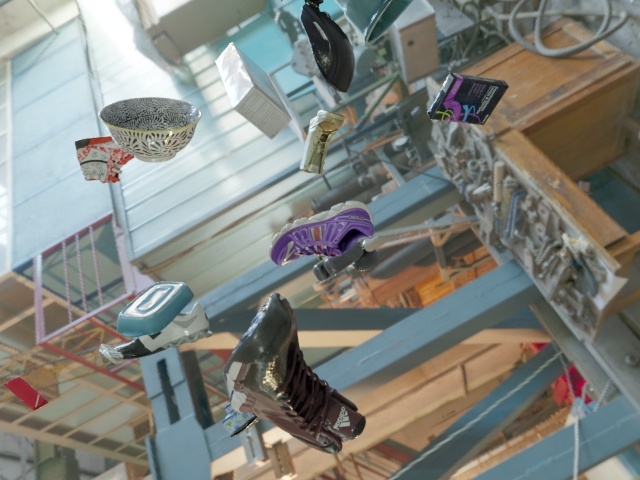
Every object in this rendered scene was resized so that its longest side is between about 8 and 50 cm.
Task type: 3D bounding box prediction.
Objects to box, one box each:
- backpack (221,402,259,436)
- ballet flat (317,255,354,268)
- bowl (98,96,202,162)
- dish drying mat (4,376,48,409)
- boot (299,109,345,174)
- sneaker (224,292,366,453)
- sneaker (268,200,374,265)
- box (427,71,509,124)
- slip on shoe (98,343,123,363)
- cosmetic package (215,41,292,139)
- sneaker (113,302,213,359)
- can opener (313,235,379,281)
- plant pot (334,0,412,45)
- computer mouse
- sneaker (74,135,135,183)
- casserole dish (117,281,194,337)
[{"bbox_3d":[-0.208,0.462,1.339,0.084,0.114,0.105,49,-176,18],"label":"backpack"},{"bbox_3d":[0.067,0.063,1.573,0.052,0.168,0.057,-31,-58,-53],"label":"ballet flat"},{"bbox_3d":[-0.295,-0.189,0.884,0.170,0.170,0.080,-118,27,-51],"label":"bowl"},{"bbox_3d":[-0.551,0.286,0.937,0.083,0.008,0.032,31,-152,16],"label":"dish drying mat"},{"bbox_3d":[0.000,-0.269,1.400,0.077,0.165,0.213,16,178,-15],"label":"boot"},{"bbox_3d":[-0.014,0.164,0.566,0.163,0.106,0.281,28,152,7],"label":"sneaker"},{"bbox_3d":[0.000,0.000,0.749,0.068,0.170,0.071,43,-154,-58],"label":"sneaker"},{"bbox_3d":[0.348,-0.331,1.180,0.116,0.162,0.029,114,145,-45],"label":"box"},{"bbox_3d":[-0.618,0.342,1.462,0.051,0.041,0.135,28,170,-41],"label":"slip on shoe"},{"bbox_3d":[-0.135,-0.292,0.960,0.099,0.060,0.239,37,-162,-38],"label":"cosmetic package"},{"bbox_3d":[-0.544,0.299,1.678,0.122,0.331,0.146,176,79,-72],"label":"sneaker"},{"bbox_3d":[0.087,0.057,1.321,0.095,0.076,0.283,60,-146,0],"label":"can opener"},{"bbox_3d":[0.096,-0.695,1.141,0.334,0.341,0.341,42,-178,-3],"label":"plant pot"},{"bbox_3d":[-0.009,-0.415,0.939,0.184,0.060,0.262,11,-123,-55],"label":"computer mouse"},{"bbox_3d":[-0.619,-0.258,1.560,0.090,0.270,0.145,-99,0,-85],"label":"sneaker"},{"bbox_3d":[-0.348,0.136,1.050,0.188,0.114,0.037,-57,-38,-59],"label":"casserole dish"}]
